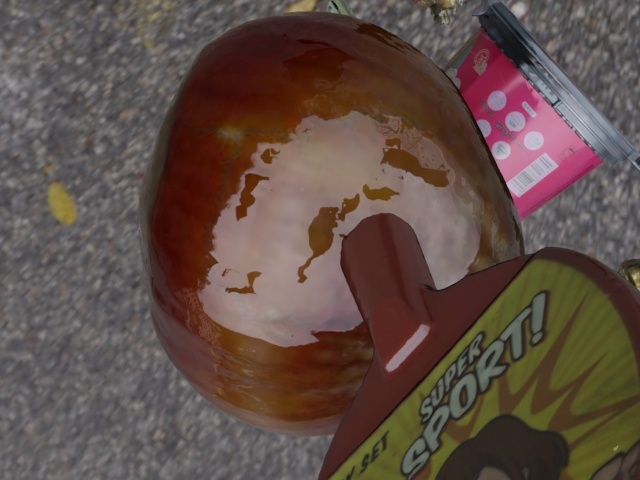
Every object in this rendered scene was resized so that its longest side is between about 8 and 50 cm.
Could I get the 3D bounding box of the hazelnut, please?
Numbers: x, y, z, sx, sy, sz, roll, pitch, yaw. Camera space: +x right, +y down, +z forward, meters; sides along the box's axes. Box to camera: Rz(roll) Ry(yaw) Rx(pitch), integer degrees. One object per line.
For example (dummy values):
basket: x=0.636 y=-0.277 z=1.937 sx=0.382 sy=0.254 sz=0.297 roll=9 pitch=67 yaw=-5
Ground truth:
hazelnut: x=0.000 y=0.000 z=1.331 sx=0.359 sy=0.359 sz=0.409 roll=8 pitch=145 yaw=12

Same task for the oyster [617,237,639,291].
oyster: x=0.474 y=0.021 z=1.916 sx=0.115 sy=0.351 sz=0.238 roll=16 pitch=103 yaw=1

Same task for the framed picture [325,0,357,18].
framed picture: x=0.032 y=-0.111 z=1.634 sx=0.217 sy=0.017 sz=0.274 roll=60 pitch=154 yaw=28

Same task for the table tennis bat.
table tennis bat: x=0.070 y=0.102 z=0.812 sx=0.051 sy=0.414 sz=0.268 roll=33 pitch=109 yaw=-24

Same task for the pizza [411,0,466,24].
pizza: x=0.100 y=-0.299 z=1.534 sx=0.052 sy=0.195 sz=0.185 roll=-11 pitch=81 yaw=-7

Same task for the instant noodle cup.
instant noodle cup: x=0.214 y=-0.132 z=1.687 sx=0.181 sy=0.258 sz=0.302 roll=-42 pitch=72 yaw=11
